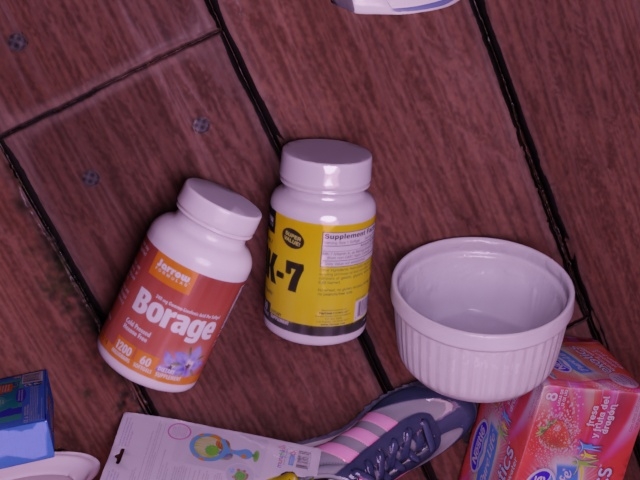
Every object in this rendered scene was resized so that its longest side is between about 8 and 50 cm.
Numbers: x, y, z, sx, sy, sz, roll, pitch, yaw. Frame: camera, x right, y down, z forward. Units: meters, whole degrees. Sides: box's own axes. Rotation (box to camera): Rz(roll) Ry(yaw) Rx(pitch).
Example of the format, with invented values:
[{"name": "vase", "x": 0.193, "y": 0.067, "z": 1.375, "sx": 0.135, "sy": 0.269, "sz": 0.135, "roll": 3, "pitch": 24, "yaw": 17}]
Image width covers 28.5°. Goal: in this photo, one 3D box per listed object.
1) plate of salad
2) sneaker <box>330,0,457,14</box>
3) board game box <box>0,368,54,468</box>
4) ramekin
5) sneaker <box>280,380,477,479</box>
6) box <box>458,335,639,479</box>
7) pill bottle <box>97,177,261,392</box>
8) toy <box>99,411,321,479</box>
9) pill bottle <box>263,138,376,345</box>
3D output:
[{"name": "plate of salad", "x": -0.348, "y": 0.269, "z": 1.417, "sx": 0.200, "sy": 0.048, "sz": 0.200, "roll": -15, "pitch": 155, "yaw": -7}, {"name": "sneaker", "x": 0.146, "y": -0.348, "z": 1.299, "sx": 0.315, "sy": 0.127, "sz": 0.182, "roll": -17, "pitch": 111, "yaw": -15}, {"name": "board game box", "x": -0.395, "y": 0.206, "z": 1.356, "sx": 0.210, "sy": 0.160, "sz": 0.047, "roll": -11, "pitch": 106, "yaw": -9}, {"name": "ramekin", "x": 0.181, "y": 0.093, "z": 1.435, "sx": 0.207, "sy": 0.207, "sz": 0.109, "roll": -6, "pitch": 121, "yaw": -12}, {"name": "sneaker", "x": 0.057, "y": 0.277, "z": 1.513, "sx": 0.319, "sy": 0.131, "sz": 0.112, "roll": -27, "pitch": 114, "yaw": -2}, {"name": "box", "x": 0.272, "y": 0.278, "z": 1.557, "sx": 0.142, "sy": 0.154, "sz": 0.300, "roll": 7, "pitch": 111, "yaw": -16}, {"name": "pill bottle", "x": -0.150, "y": 0.047, "z": 1.375, "sx": 0.121, "sy": 0.121, "sz": 0.216, "roll": 21, "pitch": 105, "yaw": -21}, {"name": "toy", "x": -0.125, "y": 0.279, "z": 1.439, "sx": 0.237, "sy": 0.137, "sz": 0.056, "roll": 8, "pitch": 127, "yaw": 4}, {"name": "pill bottle", "x": 0.000, "y": 0.000, "z": 1.395, "sx": 0.119, "sy": 0.119, "sz": 0.208, "roll": -1, "pitch": 111, "yaw": -14}]
